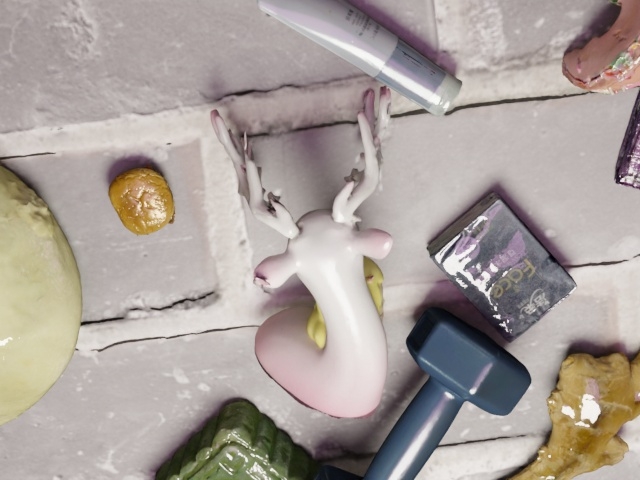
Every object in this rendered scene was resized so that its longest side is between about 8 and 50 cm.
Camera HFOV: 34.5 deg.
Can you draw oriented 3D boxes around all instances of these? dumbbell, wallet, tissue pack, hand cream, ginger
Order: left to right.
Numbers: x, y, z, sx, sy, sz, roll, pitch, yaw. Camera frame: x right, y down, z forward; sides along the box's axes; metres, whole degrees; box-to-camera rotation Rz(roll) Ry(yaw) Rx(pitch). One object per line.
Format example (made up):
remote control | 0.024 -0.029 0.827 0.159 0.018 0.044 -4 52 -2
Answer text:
hand cream | 0.045 -0.228 1.165 0.255 0.079 0.048 31 146 -10
dumbbell | 0.111 0.244 1.247 0.156 0.143 0.316 30 95 -39
tissue pack | 0.222 0.033 1.258 0.112 0.051 0.156 -41 103 12
ginger | 0.336 0.236 1.318 0.147 0.081 0.334 25 109 -24
wallet | 0.421 -0.134 1.210 0.111 0.030 0.166 11 108 -3

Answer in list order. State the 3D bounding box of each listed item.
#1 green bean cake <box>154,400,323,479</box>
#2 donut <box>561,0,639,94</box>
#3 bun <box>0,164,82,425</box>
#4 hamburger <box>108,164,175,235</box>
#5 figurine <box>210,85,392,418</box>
green bean cake | -0.108 0.330 1.347 0.183 0.094 0.185 43 109 -14
donut | 0.346 -0.224 1.136 0.065 0.117 0.166 20 118 -25
bun | -0.466 0.078 1.201 0.364 0.202 0.365 -1 108 -2
hamburger | -0.213 -0.048 1.238 0.076 0.044 0.083 -27 104 9
figurine | -0.013 0.004 1.173 0.206 0.284 0.316 -3 134 -9
